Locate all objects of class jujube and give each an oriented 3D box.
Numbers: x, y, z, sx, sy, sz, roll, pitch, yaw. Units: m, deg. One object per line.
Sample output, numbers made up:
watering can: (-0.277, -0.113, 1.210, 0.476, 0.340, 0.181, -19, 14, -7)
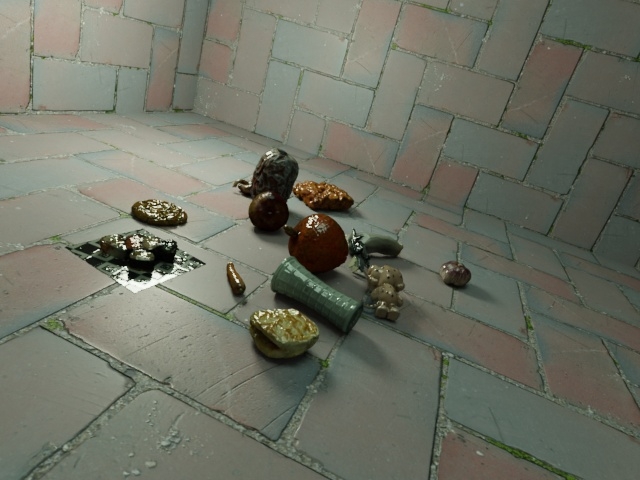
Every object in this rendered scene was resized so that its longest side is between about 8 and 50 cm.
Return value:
jujube: (-0.239, -0.305, 2.204, 0.225, 0.317, 0.226, 22, 21, -9)

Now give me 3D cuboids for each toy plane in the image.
toy plane: (0.165, 0.032, 1.860, 0.192, 0.088, 0.262, 45, 36, -38)

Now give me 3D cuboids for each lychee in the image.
lychee: (-0.024, 0.013, 1.695, 0.299, 0.255, 0.255, 11, 22, -23)

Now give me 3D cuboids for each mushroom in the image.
mushroom: (0.249, 0.021, 2.031, 0.351, 0.110, 0.097, 5, 26, -28)
mushroom: (-0.398, -0.292, 2.364, 0.170, 0.080, 0.135, 3, 13, -28)

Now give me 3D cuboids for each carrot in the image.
carrot: (-0.296, 0.127, 1.485, 0.047, 0.047, 0.191, 5, 21, -26)

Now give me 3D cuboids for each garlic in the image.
garlic: (0.630, 0.149, 2.009, 0.159, 0.102, 0.147, 8, 22, -22)

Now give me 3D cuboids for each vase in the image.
vase: (-0.009, 0.185, 1.437, 0.298, 0.143, 0.143, 30, 25, 22)

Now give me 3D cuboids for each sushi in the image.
sushi: (-0.609, 0.025, 1.464, 0.339, 0.069, 0.320, 26, 23, 22)

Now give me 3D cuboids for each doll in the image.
doll: (0.241, 0.191, 1.637, 0.154, 0.119, 0.278, 17, 31, 4)

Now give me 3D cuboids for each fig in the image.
fig: (-0.262, -0.159, 2.020, 0.190, 0.191, 0.290, 4, 26, -28)

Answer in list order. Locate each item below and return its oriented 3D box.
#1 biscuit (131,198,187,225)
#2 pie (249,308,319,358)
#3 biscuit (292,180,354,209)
biscuit: (-0.671, -0.120, 1.804, 0.225, 0.042, 0.226, 15, 21, -6)
pie: (-0.109, 0.259, 1.238, 0.178, 0.084, 0.205, -5, 29, -46)
biscuit: (0.012, -0.272, 2.568, 0.311, 0.111, 0.318, -2, 29, -37)
